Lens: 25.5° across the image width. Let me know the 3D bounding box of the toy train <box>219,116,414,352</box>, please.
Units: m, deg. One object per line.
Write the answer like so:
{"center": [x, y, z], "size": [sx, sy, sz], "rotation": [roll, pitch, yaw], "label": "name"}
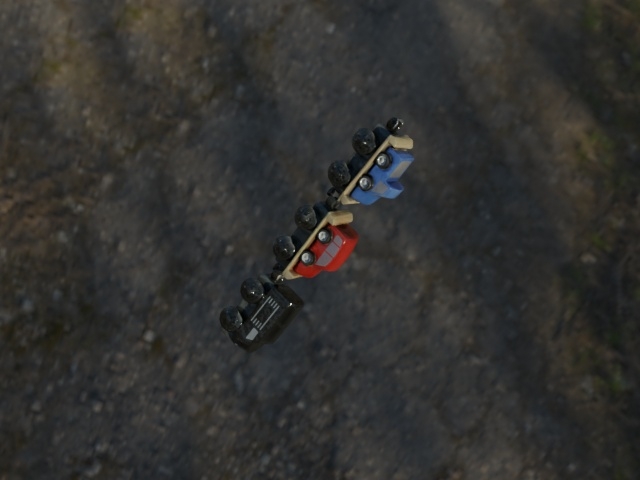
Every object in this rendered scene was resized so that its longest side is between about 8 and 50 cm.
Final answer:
{"center": [0.000, 0.000, 0.762], "size": [0.036, 0.158, 0.027], "rotation": [44, 21, 19], "label": "toy train"}
